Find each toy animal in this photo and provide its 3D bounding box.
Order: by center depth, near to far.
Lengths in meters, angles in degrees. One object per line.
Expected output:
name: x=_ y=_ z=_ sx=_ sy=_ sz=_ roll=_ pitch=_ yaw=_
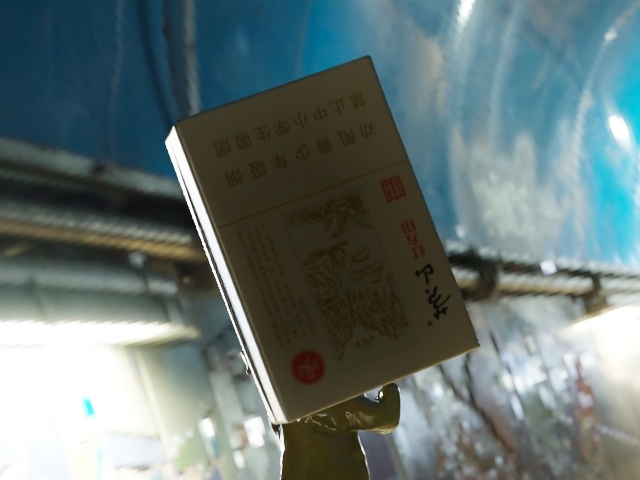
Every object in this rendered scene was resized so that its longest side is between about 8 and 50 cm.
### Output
toy animal: x=0.003 y=0.153 z=1.165 sx=0.101 sy=0.219 sz=0.103 roll=0 pitch=-32 yaw=-14

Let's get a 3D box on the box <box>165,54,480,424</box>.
box: x=0.000 y=0.000 z=1.004 sx=0.141 sy=0.201 sz=0.058 roll=-22 pitch=-3 yaw=-13
